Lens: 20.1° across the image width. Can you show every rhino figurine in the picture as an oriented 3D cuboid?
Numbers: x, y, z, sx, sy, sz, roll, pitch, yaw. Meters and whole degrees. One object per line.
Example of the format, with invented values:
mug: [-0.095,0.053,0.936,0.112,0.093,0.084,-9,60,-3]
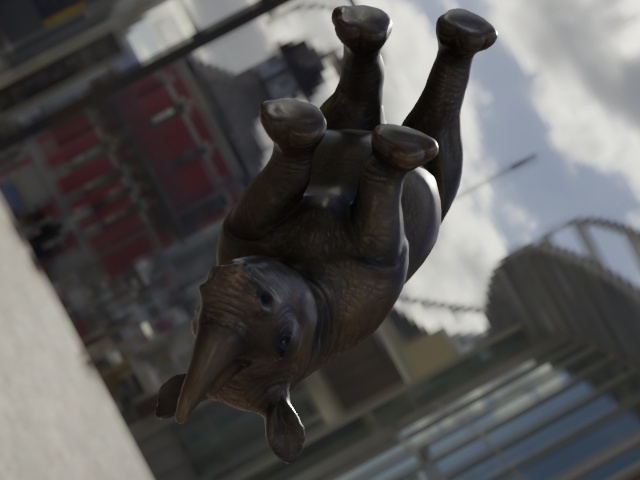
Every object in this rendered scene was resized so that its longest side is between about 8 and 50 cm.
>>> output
rhino figurine: [0.000,0.000,0.665,0.243,0.073,0.106,-55,163,-55]
